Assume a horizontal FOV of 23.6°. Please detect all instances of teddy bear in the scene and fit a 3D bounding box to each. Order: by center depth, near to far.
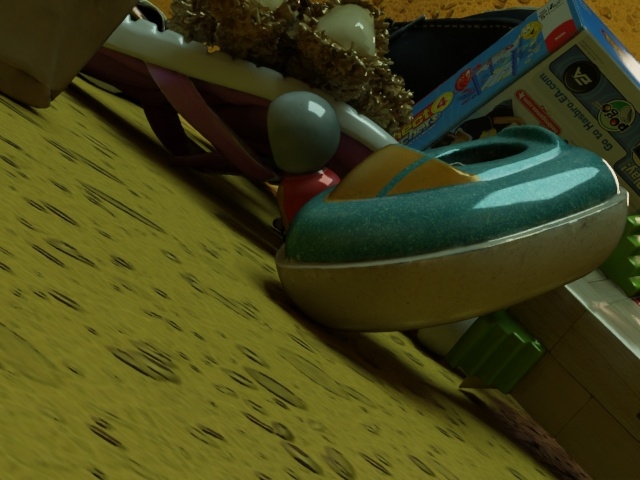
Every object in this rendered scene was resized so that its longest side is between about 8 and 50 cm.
[{"bbox_3d":[-0.025,-0.163,1.411,0.245,0.113,0.338,20,-3,-15],"label":"teddy bear"}]

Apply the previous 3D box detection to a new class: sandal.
[{"bbox_3d":[-0.116,-0.110,1.375,0.416,0.102,0.169,24,-12,10],"label":"sandal"}]

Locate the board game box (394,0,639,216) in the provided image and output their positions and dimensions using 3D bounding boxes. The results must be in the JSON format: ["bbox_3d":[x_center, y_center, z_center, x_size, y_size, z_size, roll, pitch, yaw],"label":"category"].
[{"bbox_3d":[0.218,-0.039,1.493,0.308,0.302,0.086,42,25,-27],"label":"board game box"}]

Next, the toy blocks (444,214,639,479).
[{"bbox_3d":[0.298,0.135,1.265,0.261,0.191,0.381,46,24,20],"label":"toy blocks"}]

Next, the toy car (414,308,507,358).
[{"bbox_3d":[0.141,0.024,1.401,0.136,0.182,0.159,68,-1,-69],"label":"toy car"}]

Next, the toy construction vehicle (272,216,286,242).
[{"bbox_3d":[0.000,0.000,1.424,0.098,0.035,0.086,32,6,-35],"label":"toy construction vehicle"}]

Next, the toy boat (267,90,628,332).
[{"bbox_3d":[0.054,-0.033,1.153,0.267,0.148,0.318,-17,16,-29],"label":"toy boat"}]

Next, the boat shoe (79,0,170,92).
[{"bbox_3d":[-0.206,-0.214,1.668,0.116,0.096,0.324,37,5,12],"label":"boat shoe"}]

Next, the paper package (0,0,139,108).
[{"bbox_3d":[-0.323,-0.277,1.076,0.325,0.168,0.309,41,7,37],"label":"paper package"}]

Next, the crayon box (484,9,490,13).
[{"bbox_3d":[0.247,-0.030,1.769,0.363,0.313,0.106,36,2,10],"label":"crayon box"}]

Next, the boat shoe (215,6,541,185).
[{"bbox_3d":[0.062,-0.148,1.644,0.156,0.187,0.500,14,-13,-43],"label":"boat shoe"}]
